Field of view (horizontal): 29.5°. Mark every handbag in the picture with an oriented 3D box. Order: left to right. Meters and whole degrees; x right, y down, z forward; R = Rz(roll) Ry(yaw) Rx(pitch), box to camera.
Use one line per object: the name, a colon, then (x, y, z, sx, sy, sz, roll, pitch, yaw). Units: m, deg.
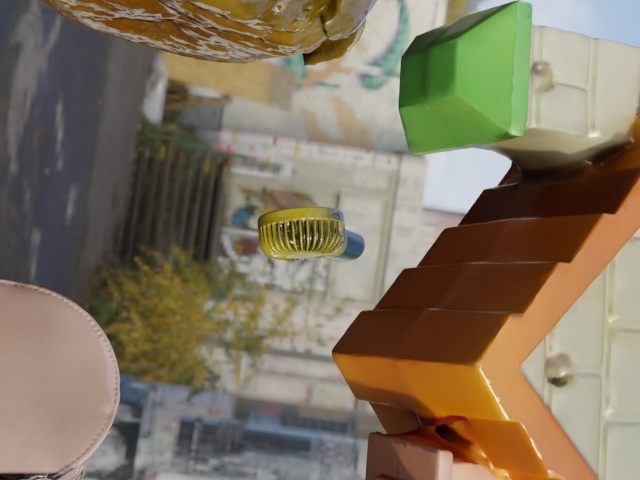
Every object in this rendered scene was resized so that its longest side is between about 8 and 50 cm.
handbag: (-0.263, 0.131, 0.930, 0.116, 0.205, 0.179, 121, -31, -58)

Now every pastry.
pastry: (-0.113, -0.236, 0.943, 0.356, 0.355, 0.164, -150, -111, -86)

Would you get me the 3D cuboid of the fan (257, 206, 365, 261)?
fan: (0.000, 0.000, 1.169, 0.155, 0.082, 0.039, 15, 68, -62)

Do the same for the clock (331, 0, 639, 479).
clock: (0.131, 0.043, 0.455, 0.106, 0.255, 0.220, -5, -101, 61)
